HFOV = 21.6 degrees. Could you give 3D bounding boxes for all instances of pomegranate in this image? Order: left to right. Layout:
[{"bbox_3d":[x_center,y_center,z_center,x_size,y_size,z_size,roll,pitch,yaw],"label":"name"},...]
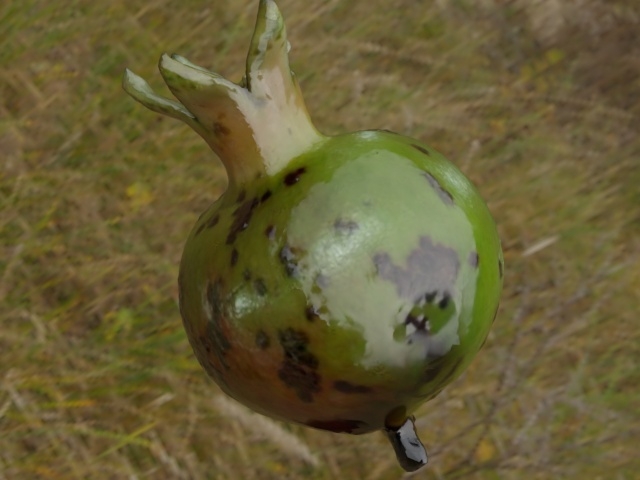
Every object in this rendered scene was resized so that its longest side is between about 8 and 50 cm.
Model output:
[{"bbox_3d":[-0.008,-0.003,0.782,0.220,0.156,0.156,50,44,-26],"label":"pomegranate"}]
